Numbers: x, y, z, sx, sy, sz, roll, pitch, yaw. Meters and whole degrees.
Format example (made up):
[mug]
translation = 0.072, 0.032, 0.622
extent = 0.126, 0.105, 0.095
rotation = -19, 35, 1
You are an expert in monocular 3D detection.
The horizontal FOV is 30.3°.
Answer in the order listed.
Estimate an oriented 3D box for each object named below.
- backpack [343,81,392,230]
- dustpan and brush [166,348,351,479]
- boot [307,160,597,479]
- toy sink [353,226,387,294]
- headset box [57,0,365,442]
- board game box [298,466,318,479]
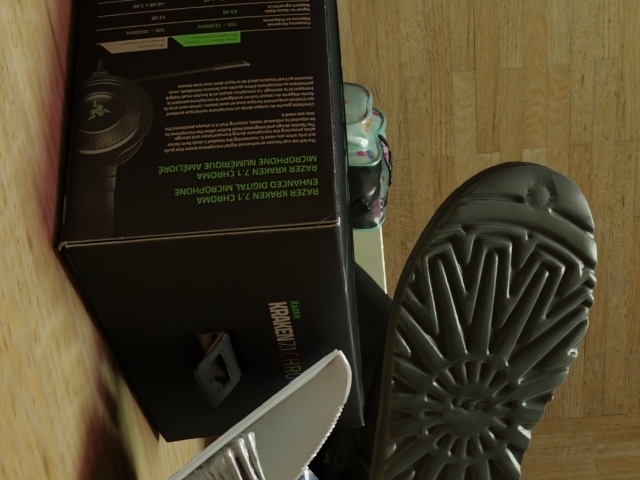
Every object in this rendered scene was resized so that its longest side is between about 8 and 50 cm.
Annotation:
[backpack]
translation = -0.006, -0.095, 1.268
extent = 0.188, 0.165, 0.144
rotation = -69, 157, -71
[dustpan and brush]
translation = -0.055, 0.152, 0.638
extent = 0.060, 0.147, 0.211
rotation = 50, -32, 7
[boot]
translation = 0.072, 0.081, 1.088
extent = 0.445, 0.146, 0.367
rotation = -132, -121, -76
[toy sink]
translation = 0.000, 0.000, 1.433
extent = 0.131, 0.152, 0.234
rotation = 39, 45, -87
[headset box]
translation = -0.049, -0.043, 0.680
extent = 0.246, 0.131, 0.283
rotation = 81, 5, -60
[board game box]
translation = -0.010, 0.360, 1.553
extent = 0.194, 0.060, 0.194
rotation = 69, 16, -81
